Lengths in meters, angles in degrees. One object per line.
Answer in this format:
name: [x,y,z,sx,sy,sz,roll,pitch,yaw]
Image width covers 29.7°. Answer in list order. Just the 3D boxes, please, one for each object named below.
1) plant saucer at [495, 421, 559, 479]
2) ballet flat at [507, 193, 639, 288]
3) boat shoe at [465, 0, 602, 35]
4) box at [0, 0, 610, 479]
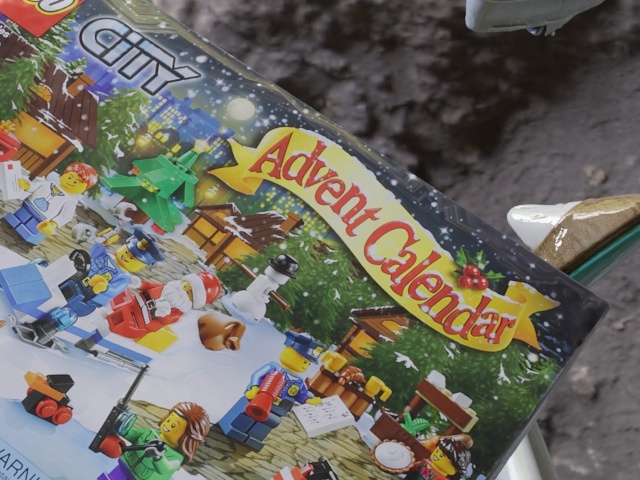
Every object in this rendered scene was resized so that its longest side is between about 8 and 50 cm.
plant saucer: [0.140,0.268,0.760,0.400,0.101,0.400,-20,-90,-81]
ballet flat: [0.219,0.042,1.304,0.342,0.116,0.124,-48,67,19]
boat shoe: [0.259,-0.286,1.434,0.079,0.228,0.081,46,135,39]
box: [-0.054,0.018,0.366,0.233,0.159,0.044,34,152,14]
